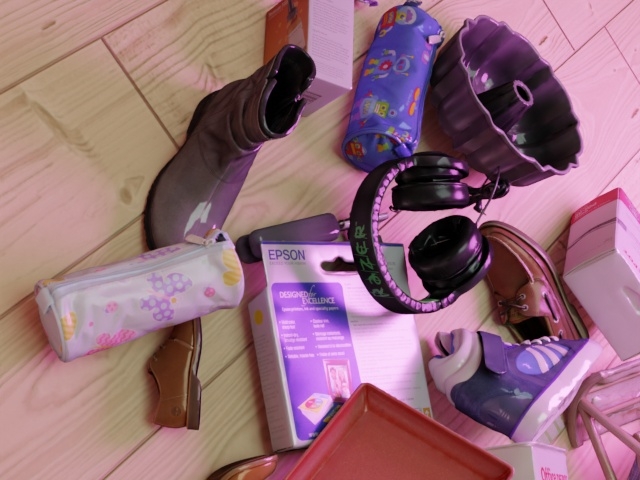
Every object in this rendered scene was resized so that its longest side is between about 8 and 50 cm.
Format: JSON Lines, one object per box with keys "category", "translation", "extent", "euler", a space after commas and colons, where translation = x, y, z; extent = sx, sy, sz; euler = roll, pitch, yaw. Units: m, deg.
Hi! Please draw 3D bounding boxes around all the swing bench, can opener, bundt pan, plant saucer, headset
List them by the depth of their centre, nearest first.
{"category": "plant saucer", "translation": [0.096, 0.354, 1.581], "extent": [0.258, 0.047, 0.259], "euler": [29, 55, 21]}
{"category": "can opener", "translation": [0.000, 0.000, 1.781], "extent": [0.280, 0.074, 0.093], "euler": [-8, 79, -38]}
{"category": "headset", "translation": [0.175, -0.029, 1.844], "extent": [0.394, 0.185, 0.243], "euler": [-27, 103, -42]}
{"category": "bundt pan", "translation": [0.320, -0.233, 2.045], "extent": [0.331, 0.124, 0.330], "euler": [28, 45, -31]}
{"category": "swing bench", "translation": [0.601, 0.345, 2.056], "extent": [0.253, 0.165, 0.254], "euler": [-10, 57, -38]}

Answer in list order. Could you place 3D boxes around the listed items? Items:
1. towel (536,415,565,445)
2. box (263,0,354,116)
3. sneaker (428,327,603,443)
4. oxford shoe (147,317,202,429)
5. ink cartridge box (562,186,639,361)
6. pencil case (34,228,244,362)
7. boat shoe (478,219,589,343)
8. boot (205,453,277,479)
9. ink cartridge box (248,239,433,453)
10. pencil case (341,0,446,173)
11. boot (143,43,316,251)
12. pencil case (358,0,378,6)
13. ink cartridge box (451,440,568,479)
{"category": "towel", "translation": [0.360, 0.296, 1.993], "extent": [0.113, 0.023, 0.152], "euler": [-35, 99, -37]}
{"category": "box", "translation": [-0.020, -0.307, 1.834], "extent": [0.091, 0.130, 0.170], "euler": [15, 66, -32]}
{"category": "sneaker", "translation": [0.312, 0.194, 1.888], "extent": [0.236, 0.130, 0.323], "euler": [34, 35, 19]}
{"category": "oxford shoe", "translation": [-0.201, 0.157, 1.583], "extent": [0.076, 0.076, 0.212], "euler": [1, 62, -2]}
{"category": "ink cartridge box", "translation": [0.553, 0.057, 2.092], "extent": [0.207, 0.117, 0.283], "euler": [53, 28, -11]}
{"category": "pencil case", "translation": [-0.237, 0.070, 1.506], "extent": [0.273, 0.124, 0.113], "euler": [-18, 68, -22]}
{"category": "boat shoe", "translation": [0.365, 0.105, 2.000], "extent": [0.307, 0.111, 0.104], "euler": [51, 51, -12]}
{"category": "boot", "translation": [-0.117, 0.392, 1.563], "extent": [0.197, 0.073, 0.152], "euler": [-26, 90, -28]}
{"category": "ink cartridge box", "translation": [0.031, 0.157, 1.747], "extent": [0.304, 0.072, 0.307], "euler": [2, 71, -41]}
{"category": "pencil case", "translation": [0.131, -0.259, 1.935], "extent": [0.119, 0.133, 0.306], "euler": [46, 50, -44]}
{"category": "boot", "translation": [-0.129, -0.122, 1.628], "extent": [0.118, 0.223, 0.338], "euler": [28, 59, -28]}
{"category": "pencil case", "translation": [0.019, -0.451, 1.949], "extent": [0.206, 0.086, 0.088], "euler": [-3, 104, -37]}
{"category": "ink cartridge box", "translation": [0.296, 0.509, 1.708], "extent": [0.279, 0.161, 0.384], "euler": [32, 51, -65]}
